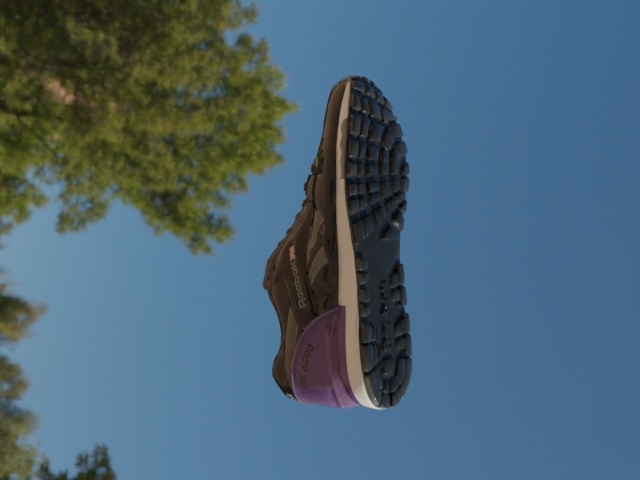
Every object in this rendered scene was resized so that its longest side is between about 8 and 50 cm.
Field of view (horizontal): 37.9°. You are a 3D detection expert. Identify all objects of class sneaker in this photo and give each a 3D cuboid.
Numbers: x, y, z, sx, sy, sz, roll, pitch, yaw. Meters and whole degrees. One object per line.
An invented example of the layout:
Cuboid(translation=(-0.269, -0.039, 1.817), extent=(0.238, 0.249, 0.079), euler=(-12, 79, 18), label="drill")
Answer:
Cuboid(translation=(0.000, 0.000, 0.798), extent=(0.124, 0.107, 0.283), euler=(-5, -100, 32), label="sneaker")
